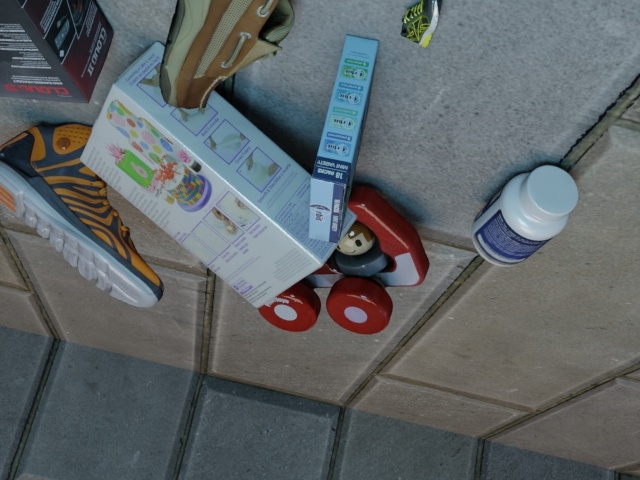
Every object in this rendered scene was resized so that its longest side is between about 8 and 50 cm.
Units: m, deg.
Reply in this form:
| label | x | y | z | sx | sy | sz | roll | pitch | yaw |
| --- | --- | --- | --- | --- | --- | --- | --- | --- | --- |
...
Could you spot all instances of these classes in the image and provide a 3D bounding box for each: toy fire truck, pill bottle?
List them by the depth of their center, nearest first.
| label | x | y | z | sx | sy | sz | roll | pitch | yaw |
| --- | --- | --- | --- | --- | --- | --- | --- | --- | --- |
| pill bottle | 0.274 | -0.034 | 1.141 | 0.094 | 0.094 | 0.169 | 15 | 157 | -6 |
| toy fire truck | 0.000 | 0.000 | 1.305 | 0.302 | 0.169 | 0.254 | -2 | 134 | 29 |

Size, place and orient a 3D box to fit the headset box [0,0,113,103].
| label | x | y | z | sx | sy | sz | roll | pitch | yaw |
| --- | --- | --- | --- | --- | --- | --- | --- | --- | --- |
| headset box | -0.376 | -0.262 | 0.924 | 0.218 | 0.110 | 0.293 | 7 | 156 | 12 |

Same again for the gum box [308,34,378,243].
| label | x | y | z | sx | sy | sz | roll | pitch | yaw |
| --- | --- | --- | --- | --- | --- | --- | --- | --- | --- |
| gum box | 0.025 | -0.111 | 0.974 | 0.041 | 0.184 | 0.157 | 11 | 157 | 3 |

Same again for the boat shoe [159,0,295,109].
| label | x | y | z | sx | sy | sz | roll | pitch | yaw |
| --- | --- | --- | --- | --- | --- | --- | --- | --- | --- |
| boat shoe | -0.088 | -0.223 | 0.861 | 0.120 | 0.122 | 0.324 | 14 | 158 | -11 |

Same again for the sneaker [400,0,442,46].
| label | x | y | z | sx | sy | sz | roll | pitch | yaw |
| --- | --- | --- | --- | --- | --- | --- | --- | --- | --- |
| sneaker | 0.101 | -0.225 | 0.867 | 0.035 | 0.031 | 0.083 | 13 | 157 | 0 |

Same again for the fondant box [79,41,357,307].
| label | x | y | z | sx | sy | sz | roll | pitch | yaw |
| --- | --- | --- | --- | --- | --- | --- | --- | --- | --- |
| fondant box | -0.143 | -0.071 | 1.124 | 0.330 | 0.096 | 0.238 | 40 | 151 | -8 |

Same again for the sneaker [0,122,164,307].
| label | x | y | z | sx | sy | sz | roll | pitch | yaw |
| --- | --- | --- | --- | --- | --- | --- | --- | --- | --- |
| sneaker | -0.319 | -0.057 | 1.248 | 0.321 | 0.180 | 0.124 | 43 | 151 | -3 |
